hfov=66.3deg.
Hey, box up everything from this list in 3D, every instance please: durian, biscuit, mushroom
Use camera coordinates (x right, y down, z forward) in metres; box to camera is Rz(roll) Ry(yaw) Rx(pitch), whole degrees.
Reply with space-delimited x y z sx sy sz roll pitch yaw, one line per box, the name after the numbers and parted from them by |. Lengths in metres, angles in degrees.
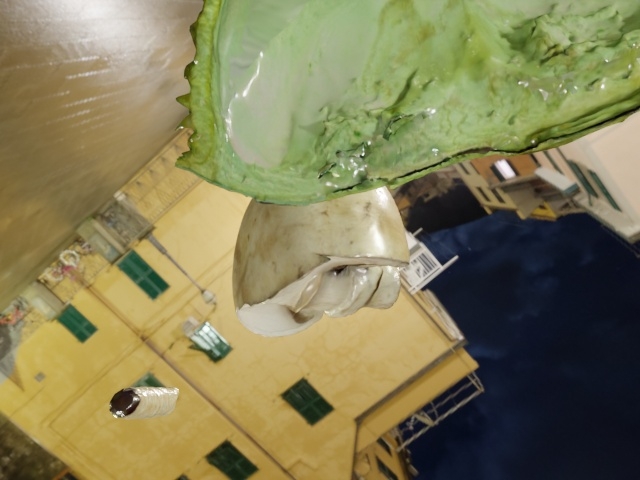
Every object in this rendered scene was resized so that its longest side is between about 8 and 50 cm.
0.066 -0.146 0.300 0.394 0.163 0.198 -7 -125 21 | durian
-0.308 0.289 0.881 0.061 0.055 0.219 -49 167 -13 | biscuit
0.000 0.000 0.605 0.253 0.195 0.189 -35 -124 48 | mushroom
